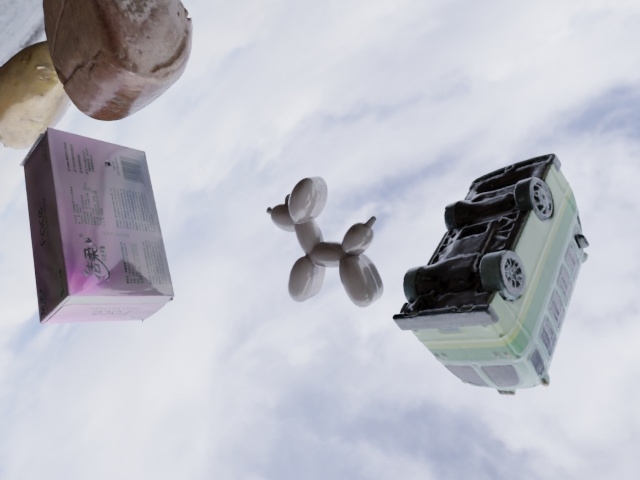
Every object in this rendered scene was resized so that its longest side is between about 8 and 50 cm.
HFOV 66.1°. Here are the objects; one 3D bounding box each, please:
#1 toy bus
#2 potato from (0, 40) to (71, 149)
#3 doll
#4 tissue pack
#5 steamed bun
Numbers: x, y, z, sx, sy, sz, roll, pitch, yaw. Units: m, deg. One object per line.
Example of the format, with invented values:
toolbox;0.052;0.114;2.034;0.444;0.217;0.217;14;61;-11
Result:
toy bus;0.223;0.036;0.596;0.133;0.165;0.276;-16;-152;51
potato;-0.507;-0.251;0.849;0.234;0.128;0.161;-16;-136;48
doll;0.000;0.000;0.616;0.160;0.059;0.160;2;-78;33
tissue pack;-0.307;-0.018;0.672;0.092;0.148;0.247;-33;-116;32
steamed bun;-0.201;-0.211;0.480;0.144;0.106;0.175;-17;-91;47
